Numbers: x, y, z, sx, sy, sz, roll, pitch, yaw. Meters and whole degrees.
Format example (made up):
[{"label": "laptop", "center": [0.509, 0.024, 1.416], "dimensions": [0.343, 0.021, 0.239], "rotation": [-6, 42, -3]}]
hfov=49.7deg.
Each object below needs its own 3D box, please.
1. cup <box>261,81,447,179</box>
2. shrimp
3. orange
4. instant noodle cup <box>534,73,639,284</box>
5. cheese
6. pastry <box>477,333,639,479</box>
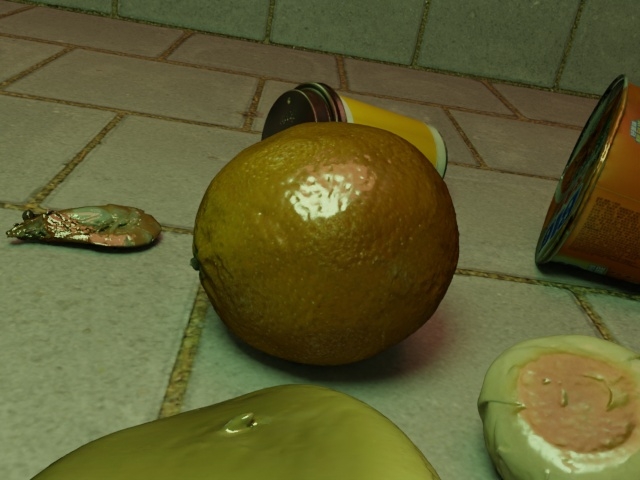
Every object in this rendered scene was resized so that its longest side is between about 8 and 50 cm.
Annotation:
[{"label": "cup", "center": [0.055, -0.137, 1.085], "dimensions": [0.279, 0.197, 0.196], "rotation": [2, 25, -33]}, {"label": "shrimp", "center": [-0.287, -0.018, 0.851], "dimensions": [0.183, 0.043, 0.091], "rotation": [0, 30, -24]}, {"label": "orange", "center": [0.000, 0.000, 0.691], "dimensions": [0.264, 0.264, 0.264], "rotation": [9, 25, -4]}, {"label": "instant noodle cup", "center": [0.462, -0.058, 0.977], "dimensions": [0.213, 0.297, 0.296], "rotation": [23, 27, 8]}, {"label": "cheese", "center": [-0.054, 0.160, 0.386], "dimensions": [0.259, 0.128, 0.316], "rotation": [-1, 0, 2]}, {"label": "pastry", "center": [0.210, 0.152, 0.576], "dimensions": [0.156, 0.092, 0.157], "rotation": [-8, 53, 11]}]
